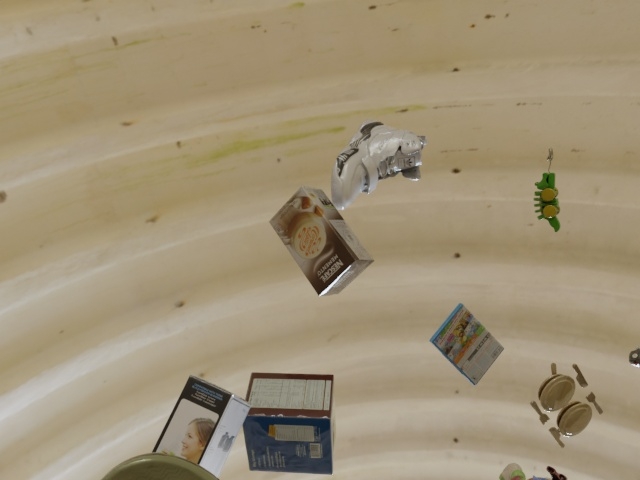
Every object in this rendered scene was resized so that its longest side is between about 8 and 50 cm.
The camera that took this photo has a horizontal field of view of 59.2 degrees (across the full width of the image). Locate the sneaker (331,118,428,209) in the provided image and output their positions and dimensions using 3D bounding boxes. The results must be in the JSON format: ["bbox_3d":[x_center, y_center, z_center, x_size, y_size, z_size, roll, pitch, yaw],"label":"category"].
[{"bbox_3d":[0.173,-0.215,1.618,0.210,0.366,0.137,13,-41,21],"label":"sneaker"}]

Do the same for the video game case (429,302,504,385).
[{"bbox_3d":[0.348,0.247,1.336,0.166,0.119,0.015,45,-11,-15],"label":"video game case"}]

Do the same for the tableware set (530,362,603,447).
[{"bbox_3d":[0.517,0.349,1.206,0.194,0.128,0.039,51,-2,-29],"label":"tableware set"}]

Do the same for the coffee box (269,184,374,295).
[{"bbox_3d":[0.000,0.000,1.423,0.141,0.098,0.247,-46,-115,22],"label":"coffee box"}]

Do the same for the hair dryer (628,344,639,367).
[{"bbox_3d":[0.837,0.246,1.210,0.293,0.224,0.080,34,-7,0],"label":"hair dryer"}]

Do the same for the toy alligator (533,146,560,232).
[{"bbox_3d":[0.505,-0.111,1.269,0.051,0.056,0.190,-5,-84,32],"label":"toy alligator"}]

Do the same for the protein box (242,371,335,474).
[{"bbox_3d":[-0.069,0.434,1.336,0.201,0.136,0.200,1,-58,5],"label":"protein box"}]

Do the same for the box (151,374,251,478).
[{"bbox_3d":[-0.232,0.393,0.975,0.087,0.290,0.169,21,-18,13],"label":"box"}]

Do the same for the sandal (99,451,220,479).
[{"bbox_3d":[-0.089,0.312,0.462,0.303,0.120,0.086,55,-18,19],"label":"sandal"}]

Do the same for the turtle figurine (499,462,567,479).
[{"bbox_3d":[0.498,0.655,1.321,0.197,0.266,0.275,-13,-95,11],"label":"turtle figurine"}]
